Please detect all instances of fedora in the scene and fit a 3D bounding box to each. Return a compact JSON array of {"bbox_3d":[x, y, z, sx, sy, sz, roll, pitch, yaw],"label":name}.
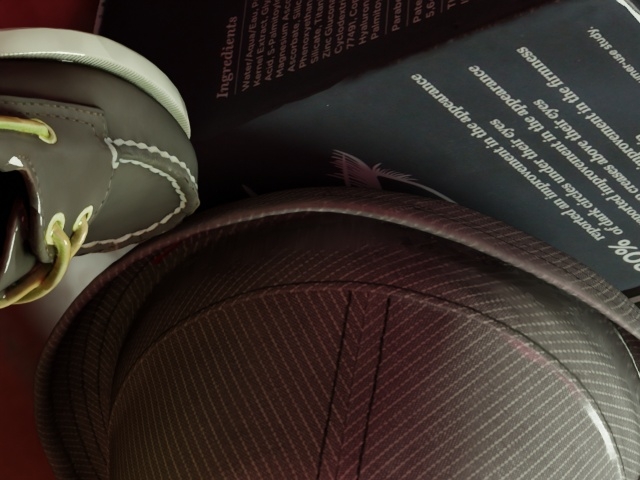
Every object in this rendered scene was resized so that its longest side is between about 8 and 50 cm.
[{"bbox_3d":[0.011,0.113,0.633,0.275,0.244,0.124,100,3,-47],"label":"fedora"}]

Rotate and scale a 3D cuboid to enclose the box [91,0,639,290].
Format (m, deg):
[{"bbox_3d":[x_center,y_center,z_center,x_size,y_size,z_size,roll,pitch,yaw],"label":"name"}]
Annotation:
[{"bbox_3d":[0.045,-0.054,0.625,0.153,0.207,0.108,37,48,-41],"label":"box"}]

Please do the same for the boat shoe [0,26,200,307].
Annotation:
[{"bbox_3d":[-0.102,-0.012,0.479,0.081,0.068,0.228,-38,158,25],"label":"boat shoe"}]

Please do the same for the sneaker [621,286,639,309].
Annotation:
[{"bbox_3d":[0.152,0.010,0.754,0.145,0.147,0.384,-9,131,-48],"label":"sneaker"}]
